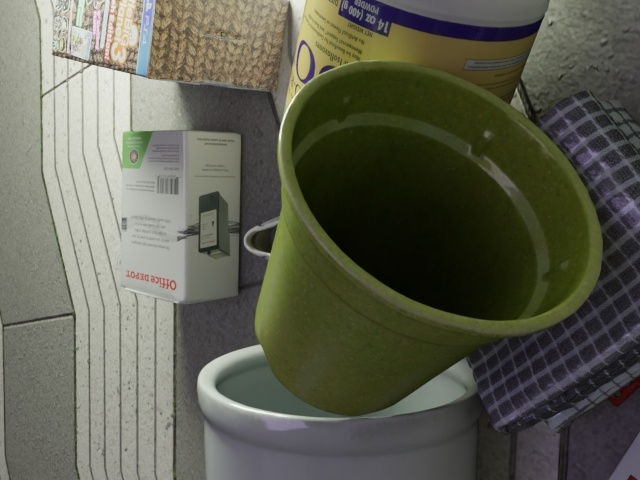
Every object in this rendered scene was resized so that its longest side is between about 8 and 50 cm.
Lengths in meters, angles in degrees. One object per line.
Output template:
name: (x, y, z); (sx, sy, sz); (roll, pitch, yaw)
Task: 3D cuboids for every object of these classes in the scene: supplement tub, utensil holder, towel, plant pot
supplement tub: (0.085, -0.161, 0.859); (0.241, 0.241, 0.331); (44, 135, 35)
utensil holder: (0.024, 0.340, 0.925); (0.328, 0.328, 0.385); (6, 99, 46)
towel: (0.230, 0.032, 0.765); (0.283, 0.121, 0.235); (-50, 58, 35)
plant pot: (0.059, 0.026, 0.708); (0.276, 0.276, 0.254); (60, 144, 25)

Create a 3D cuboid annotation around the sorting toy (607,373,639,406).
sorting toy: (0.275, 0.044, 0.839); (0.274, 0.046, 0.132); (50, 125, 32)

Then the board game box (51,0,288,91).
board game box: (-0.236, -0.326, 1.208); (0.291, 0.232, 0.141); (21, 108, 42)

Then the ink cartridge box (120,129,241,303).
ink cartridge box: (-0.236, -0.045, 1.312); (0.198, 0.115, 0.272); (8, 98, 46)

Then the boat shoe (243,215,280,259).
boat shoe: (0.000, 0.000, 1.084); (0.277, 0.096, 0.098); (-9, 86, 46)

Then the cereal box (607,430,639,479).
cereal box: (0.396, 0.266, 0.729); (0.240, 0.047, 0.173); (39, 119, 37)
